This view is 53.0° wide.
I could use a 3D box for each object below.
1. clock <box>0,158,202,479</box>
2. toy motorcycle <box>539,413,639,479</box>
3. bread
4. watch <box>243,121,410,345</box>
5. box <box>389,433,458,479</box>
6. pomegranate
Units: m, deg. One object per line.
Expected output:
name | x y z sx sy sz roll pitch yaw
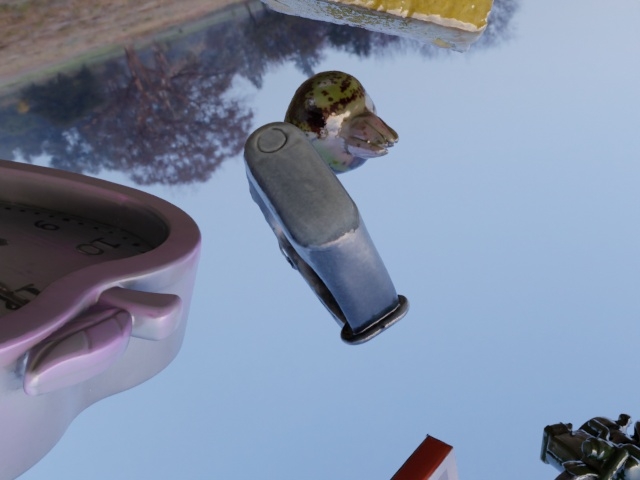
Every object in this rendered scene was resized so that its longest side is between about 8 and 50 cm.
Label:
clock | -0.245 0.035 0.437 0.339 0.102 0.338 10 -160 -4
toy motorcycle | 0.401 0.304 0.888 0.275 0.127 0.205 10 -171 -20
bread | 0.053 -0.324 0.692 0.275 0.184 0.114 12 -179 -6
watch | 0.000 0.000 0.586 0.068 0.193 0.206 -32 -124 -7
box | 0.159 0.413 0.941 0.050 0.229 0.123 12 -145 42
pomegranate | 0.034 -0.152 0.836 0.163 0.138 0.125 4 -132 28
